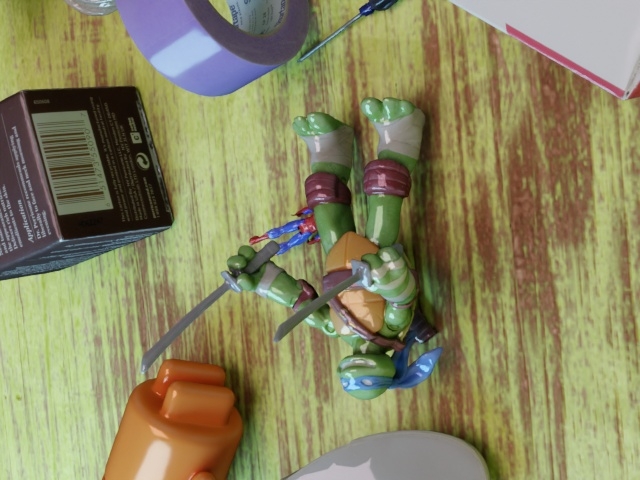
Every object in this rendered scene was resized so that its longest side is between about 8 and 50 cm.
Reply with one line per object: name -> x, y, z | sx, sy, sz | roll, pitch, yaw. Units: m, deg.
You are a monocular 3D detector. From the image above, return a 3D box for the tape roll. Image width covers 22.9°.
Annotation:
tape roll -> -0.104, -0.239, 1.522 | 0.080, 0.189, 0.189 | -24, 81, 38

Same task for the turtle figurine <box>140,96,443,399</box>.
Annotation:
turtle figurine -> 0.000, 0.000, 1.442 | 0.198, 0.275, 0.266 | 137, 140, -68

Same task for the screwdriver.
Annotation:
screwdriver -> 0.031, -0.215, 1.529 | 0.170, 0.024, 0.025 | -28, 49, 45

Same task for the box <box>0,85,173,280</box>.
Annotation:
box -> -0.302, -0.059, 1.723 | 0.203, 0.167, 0.168 | -19, 84, 39

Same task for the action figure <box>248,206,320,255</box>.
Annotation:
action figure -> -0.018, -0.012, 1.588 | 0.115, 0.030, 0.038 | -25, 86, 34

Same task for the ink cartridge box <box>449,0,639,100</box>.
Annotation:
ink cartridge box -> 0.242, -0.211, 1.184 | 0.207, 0.283, 0.117 | 35, 120, 31

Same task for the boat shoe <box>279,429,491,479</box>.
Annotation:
boat shoe -> 0.012, 0.276, 1.557 | 0.341, 0.158, 0.127 | -20, 77, 11

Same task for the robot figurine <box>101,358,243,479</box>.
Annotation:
robot figurine -> -0.160, 0.234, 1.672 | 0.158, 0.128, 0.219 | 32, 115, 24

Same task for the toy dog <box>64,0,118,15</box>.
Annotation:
toy dog -> -0.347, -0.348, 1.731 | 0.334, 0.161, 0.220 | -6, 102, 8
